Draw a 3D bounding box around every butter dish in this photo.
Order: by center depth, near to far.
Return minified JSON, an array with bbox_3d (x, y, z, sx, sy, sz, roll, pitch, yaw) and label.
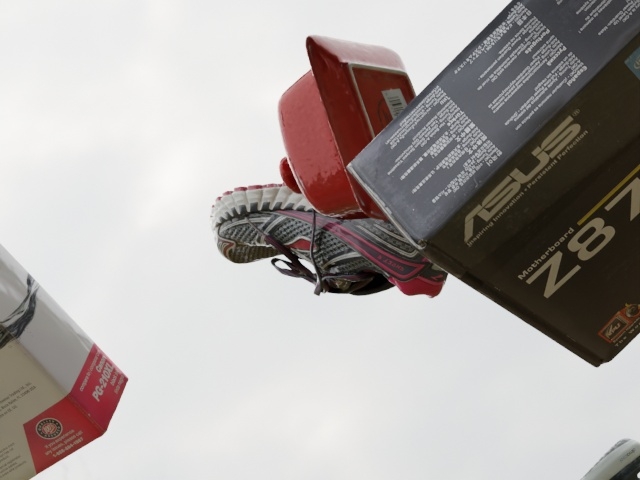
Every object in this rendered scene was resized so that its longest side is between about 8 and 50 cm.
[{"bbox_3d":[0.017,-0.075,1.292,0.118,0.160,0.160,-26,-12,31],"label":"butter dish"}]

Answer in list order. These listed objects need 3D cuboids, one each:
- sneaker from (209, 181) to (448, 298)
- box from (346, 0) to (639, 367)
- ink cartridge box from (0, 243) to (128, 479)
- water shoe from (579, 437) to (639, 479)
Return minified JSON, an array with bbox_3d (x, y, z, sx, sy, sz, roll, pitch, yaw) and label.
[{"bbox_3d":[0.000,0.000,1.466,0.121,0.112,0.299,5,-6,-40],"label":"sneaker"},{"bbox_3d":[0.247,-0.111,1.043,0.395,0.097,0.318,-45,-35,9],"label":"box"},{"bbox_3d":[-0.329,0.112,1.480,0.172,0.237,0.100,-32,19,24],"label":"ink cartridge box"},{"bbox_3d":[0.260,0.285,1.519,0.203,0.080,0.073,-46,-14,-3],"label":"water shoe"}]
